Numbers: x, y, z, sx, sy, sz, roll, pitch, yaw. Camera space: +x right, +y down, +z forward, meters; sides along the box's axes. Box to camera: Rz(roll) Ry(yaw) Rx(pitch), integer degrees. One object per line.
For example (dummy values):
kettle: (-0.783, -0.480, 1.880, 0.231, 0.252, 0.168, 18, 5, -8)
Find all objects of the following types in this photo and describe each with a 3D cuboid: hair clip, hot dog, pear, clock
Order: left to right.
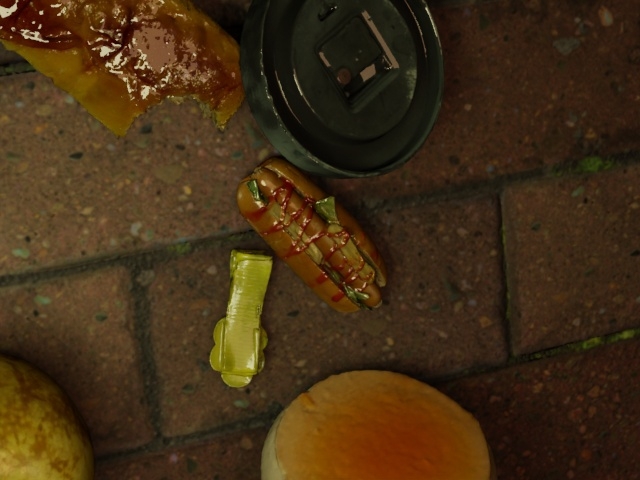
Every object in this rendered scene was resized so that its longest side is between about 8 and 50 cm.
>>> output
pear: (-0.386, 0.256, 1.713, 0.281, 0.281, 0.280, -5, 104, -19)
hair clip: (-0.099, 0.097, 1.900, 0.072, 0.046, 0.173, 3, 100, -12)
hot dog: (0.000, 0.000, 1.900, 0.104, 0.076, 0.250, -44, 111, -7)
clock: (0.027, -0.210, 1.816, 0.280, 0.055, 0.280, 4, 83, -36)

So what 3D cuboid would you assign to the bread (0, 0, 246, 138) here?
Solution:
bread: (-0.251, -0.243, 1.731, 0.380, 0.109, 0.185, 39, 88, -27)

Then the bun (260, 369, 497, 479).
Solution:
bun: (0.067, 0.314, 1.906, 0.299, 0.299, 0.165, -9, 135, -18)
